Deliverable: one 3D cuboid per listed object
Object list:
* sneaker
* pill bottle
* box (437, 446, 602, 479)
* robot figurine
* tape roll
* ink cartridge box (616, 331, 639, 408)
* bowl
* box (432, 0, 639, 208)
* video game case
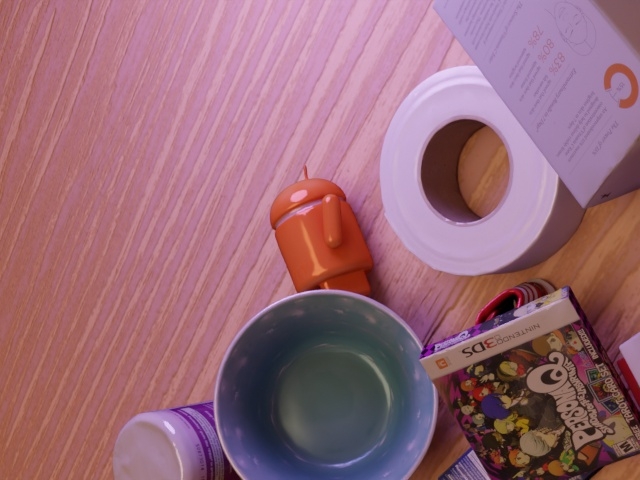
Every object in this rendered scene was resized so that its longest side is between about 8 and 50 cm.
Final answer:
[{"bbox_3d":[0.228,0.151,1.469,0.087,0.128,0.221,28,108,37],"label":"sneaker"},{"bbox_3d":[-0.153,0.326,1.678,0.169,0.302,0.169,1,92,41],"label":"pill bottle"},{"bbox_3d":[0.280,0.297,1.470,0.225,0.036,0.136,-47,62,16],"label":"box"},{"bbox_3d":[0.001,-0.001,1.654,0.128,0.158,0.219,-27,73,14],"label":"robot figurine"},{"bbox_3d":[0.219,-0.092,1.489,0.286,0.100,0.286,2,93,39],"label":"tape roll"},{"bbox_3d":[0.438,0.240,1.252,0.296,0.066,0.261,65,160,18],"label":"ink cartridge box"},{"bbox_3d":[0.011,0.235,1.584,0.312,0.163,0.311,-1,79,3],"label":"bowl"},{"bbox_3d":[0.319,-0.249,1.307,0.345,0.168,0.215,58,151,22],"label":"box"},{"bbox_3d":[0.271,0.197,1.381,0.210,0.042,0.232,-25,103,23],"label":"video game case"}]
